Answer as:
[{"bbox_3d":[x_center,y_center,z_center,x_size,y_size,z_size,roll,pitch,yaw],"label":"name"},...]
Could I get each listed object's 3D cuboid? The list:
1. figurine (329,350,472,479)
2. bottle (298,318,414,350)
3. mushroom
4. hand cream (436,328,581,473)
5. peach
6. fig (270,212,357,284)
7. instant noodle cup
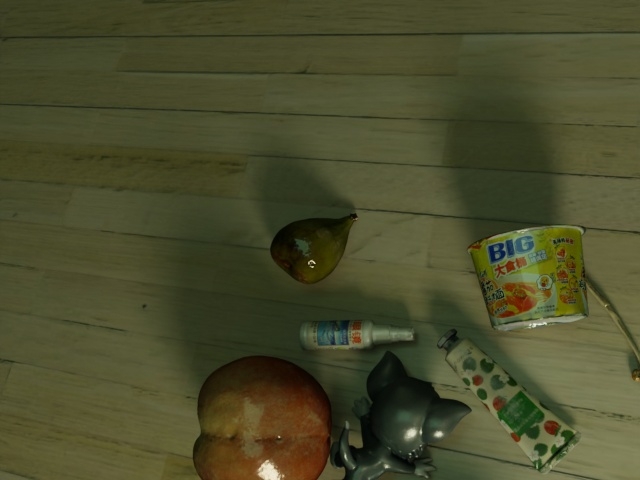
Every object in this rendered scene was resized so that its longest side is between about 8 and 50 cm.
[{"bbox_3d":[0.098,0.330,1.102,0.265,0.140,0.193,-28,42,-21],"label":"figurine"},{"bbox_3d":[0.069,0.179,1.213,0.217,0.060,0.060,-2,68,15],"label":"bottle"},{"bbox_3d":[0.502,0.118,1.127,0.026,0.028,0.286,-46,52,44],"label":"mushroom"},{"bbox_3d":[0.313,0.266,1.107,0.095,0.059,0.276,-44,68,-1],"label":"hand cream"},{"bbox_3d":[-0.097,0.325,1.109,0.252,0.252,0.252,-6,67,15],"label":"peach"},{"bbox_3d":[-0.010,-0.006,1.276,0.133,0.126,0.185,32,85,39],"label":"fig"},{"bbox_3d":[0.362,0.071,1.102,0.205,0.205,0.153,-8,77,14],"label":"instant noodle cup"}]
